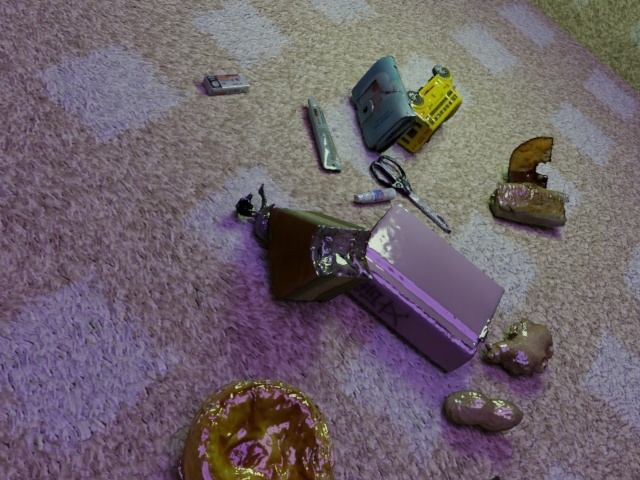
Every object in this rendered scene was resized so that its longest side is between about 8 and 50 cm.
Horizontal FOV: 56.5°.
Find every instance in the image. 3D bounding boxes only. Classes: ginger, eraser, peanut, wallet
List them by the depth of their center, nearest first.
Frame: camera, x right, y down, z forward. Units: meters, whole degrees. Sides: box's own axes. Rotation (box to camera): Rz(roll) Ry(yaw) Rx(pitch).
[{"bbox_3d":[0.368,0.383,1.336,0.187,0.082,0.082,19,49,-14],"label":"peanut"},{"bbox_3d":[0.246,0.108,1.455,0.359,0.122,0.272,39,45,1],"label":"eraser"},{"bbox_3d":[0.510,0.279,1.502,0.213,0.074,0.137,-20,59,-42],"label":"ginger"},{"bbox_3d":[-0.259,-0.430,1.637,0.122,0.029,0.052,-17,66,-37],"label":"eraser"},{"bbox_3d":[0.187,-0.401,1.765,0.075,0.176,0.250,13,50,-38],"label":"wallet"}]

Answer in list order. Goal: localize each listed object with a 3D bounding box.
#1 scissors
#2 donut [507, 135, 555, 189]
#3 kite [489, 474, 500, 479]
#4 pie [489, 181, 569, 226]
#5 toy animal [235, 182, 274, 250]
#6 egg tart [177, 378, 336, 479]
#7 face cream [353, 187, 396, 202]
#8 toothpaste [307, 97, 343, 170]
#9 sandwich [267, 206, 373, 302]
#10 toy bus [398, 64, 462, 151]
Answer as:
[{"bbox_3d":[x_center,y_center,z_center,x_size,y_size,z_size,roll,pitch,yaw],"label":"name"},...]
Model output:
[{"bbox_3d":[0.265,-0.128,1.707,0.300,0.022,0.109,45,51,8],"label":"scissors"},{"bbox_3d":[0.687,-0.244,1.933,0.141,0.217,0.085,13,28,19],"label":"donut"},{"bbox_3d":[0.337,0.578,1.221,0.183,0.014,0.241,32,46,-5],"label":"kite"},{"bbox_3d":[0.659,-0.113,1.863,0.282,0.068,0.129,7,78,-17],"label":"pie"},{"bbox_3d":[-0.131,-0.039,1.390,0.105,0.070,0.202,-15,68,-36],"label":"toy animal"},{"bbox_3d":[-0.111,0.387,1.048,0.294,0.116,0.295,15,53,-20],"label":"egg tart"},{"bbox_3d":[0.148,-0.121,1.627,0.130,0.034,0.034,-10,62,-33],"label":"face cream"},{"bbox_3d":[0.005,-0.302,1.682,0.067,0.037,0.255,2,59,-35],"label":"toothpaste"},{"bbox_3d":[0.000,0.000,1.307,0.155,0.198,0.228,6,65,-37],"label":"sandwich"},{"bbox_3d":[0.341,-0.420,1.887,0.152,0.144,0.330,40,48,3],"label":"toy bus"}]
